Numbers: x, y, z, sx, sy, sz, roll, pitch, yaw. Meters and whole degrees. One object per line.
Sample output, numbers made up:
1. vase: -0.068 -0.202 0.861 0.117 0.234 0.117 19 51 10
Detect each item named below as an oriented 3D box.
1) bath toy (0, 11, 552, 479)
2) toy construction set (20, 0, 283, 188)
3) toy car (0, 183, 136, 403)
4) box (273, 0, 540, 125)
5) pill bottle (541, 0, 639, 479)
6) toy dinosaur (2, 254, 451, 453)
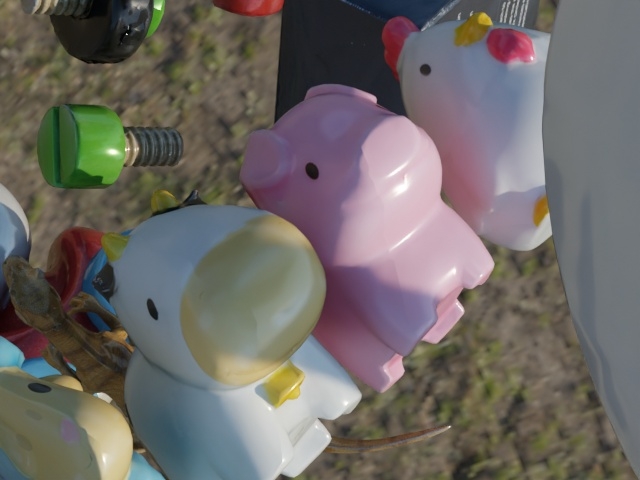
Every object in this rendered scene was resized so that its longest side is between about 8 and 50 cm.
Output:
1. bath toy: 0.000 0.000 0.802 0.129 0.151 0.348 43 56 11
2. toy construction set: -0.123 -0.204 0.664 0.237 0.309 0.257 -2 59 -38
3. toy car: -0.238 0.042 1.216 0.238 0.219 0.210 39 64 -6
4. box: 0.053 -0.118 1.073 0.093 0.156 0.158 27 50 19
5. pill bottle: 0.252 -0.031 0.431 0.363 0.210 0.210 -13 79 -19
6. toy dinosaur: -0.062 0.075 0.857 0.211 0.112 0.064 24 77 -19
